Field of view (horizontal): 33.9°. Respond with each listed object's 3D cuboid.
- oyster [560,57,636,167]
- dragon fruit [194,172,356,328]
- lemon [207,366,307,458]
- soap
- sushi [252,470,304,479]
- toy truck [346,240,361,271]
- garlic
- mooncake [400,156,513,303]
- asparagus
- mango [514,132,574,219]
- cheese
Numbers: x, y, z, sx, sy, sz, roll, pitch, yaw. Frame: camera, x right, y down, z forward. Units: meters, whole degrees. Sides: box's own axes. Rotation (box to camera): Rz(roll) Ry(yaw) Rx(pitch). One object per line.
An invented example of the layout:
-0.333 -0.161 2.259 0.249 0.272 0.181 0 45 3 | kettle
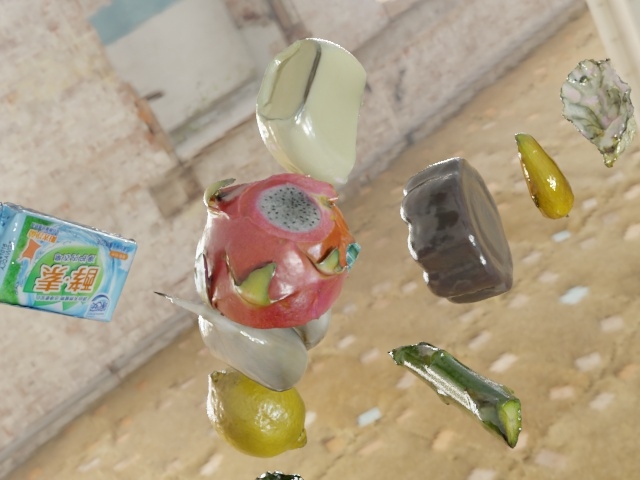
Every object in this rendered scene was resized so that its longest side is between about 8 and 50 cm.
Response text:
0.518 -0.241 1.922 0.133 0.072 0.209 -38 -128 8 | oyster
-0.075 0.005 1.796 0.291 0.189 0.290 2 -136 -2 | dragon fruit
-0.133 0.355 2.202 0.188 0.257 0.188 -47 -169 12 | lemon
-0.425 0.038 1.685 0.077 0.293 0.156 22 -86 44 | soap
-0.059 0.563 1.737 0.178 0.352 0.294 3 -159 20 | sushi
0.000 0.000 2.172 0.175 0.067 0.081 28 -102 33 | toy truck
-0.106 0.140 1.963 0.246 0.340 0.231 32 -99 28 | garlic
0.284 -0.015 2.179 0.154 0.306 0.306 -23 -159 25 | mooncake
0.230 0.242 1.787 0.343 0.082 0.085 35 -79 53 | asparagus
0.376 -0.109 1.772 0.066 0.187 0.101 -25 -158 22 | mango
-0.002 -0.237 1.948 0.127 0.233 0.266 -6 -119 41 | cheese
